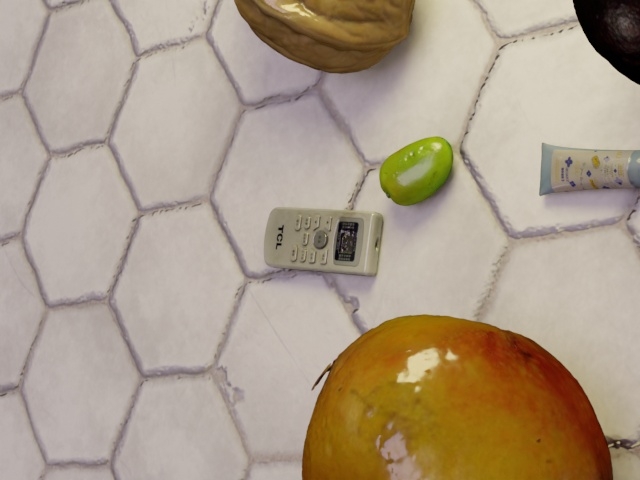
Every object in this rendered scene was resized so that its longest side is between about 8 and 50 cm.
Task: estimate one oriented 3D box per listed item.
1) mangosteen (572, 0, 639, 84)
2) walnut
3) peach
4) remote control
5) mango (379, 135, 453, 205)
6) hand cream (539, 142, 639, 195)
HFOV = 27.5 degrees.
[{"bbox_3d":[0.404,-0.262,1.341,0.297,0.313,0.297,-8,51,9],"label":"mangosteen"},{"bbox_3d":[0.005,-0.334,1.702,0.261,0.225,0.225,34,106,7],"label":"walnut"},{"bbox_3d":[0.140,0.267,1.436,0.373,0.290,0.372,-1,79,3],"label":"peach"},{"bbox_3d":[0.000,0.000,1.769,0.190,0.029,0.087,5,85,40],"label":"remote control"},{"bbox_3d":[0.124,-0.090,1.664,0.108,0.056,0.073,-43,64,22],"label":"mango"},{"bbox_3d":[0.325,-0.082,1.508,0.171,0.043,0.065,3,88,41],"label":"hand cream"}]
